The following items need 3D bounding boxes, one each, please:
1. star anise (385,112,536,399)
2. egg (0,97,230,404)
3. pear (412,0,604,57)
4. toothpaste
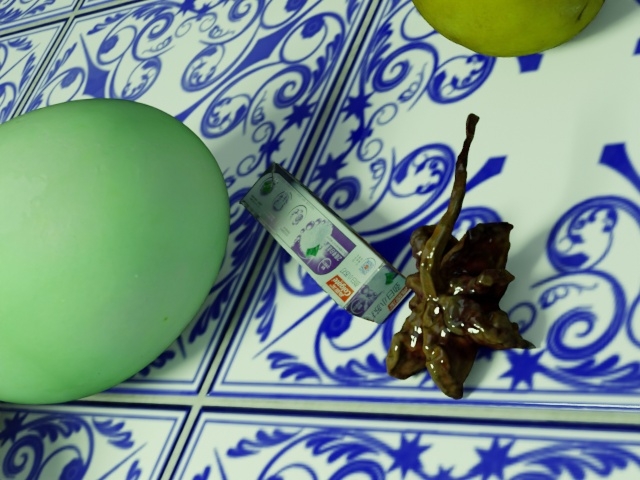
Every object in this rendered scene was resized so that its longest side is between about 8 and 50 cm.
[{"bbox_3d":[0.091,0.009,0.909,0.097,0.070,0.191,-15,58,50],"label":"star anise"},{"bbox_3d":[-0.196,0.008,1.072,0.269,0.220,0.220,-30,38,1],"label":"egg"},{"bbox_3d":[0.139,-0.210,1.016,0.162,0.149,0.149,9,63,53],"label":"pear"},{"bbox_3d":[0.000,0.000,1.040,0.047,0.040,0.196,-49,36,2],"label":"toothpaste"}]
